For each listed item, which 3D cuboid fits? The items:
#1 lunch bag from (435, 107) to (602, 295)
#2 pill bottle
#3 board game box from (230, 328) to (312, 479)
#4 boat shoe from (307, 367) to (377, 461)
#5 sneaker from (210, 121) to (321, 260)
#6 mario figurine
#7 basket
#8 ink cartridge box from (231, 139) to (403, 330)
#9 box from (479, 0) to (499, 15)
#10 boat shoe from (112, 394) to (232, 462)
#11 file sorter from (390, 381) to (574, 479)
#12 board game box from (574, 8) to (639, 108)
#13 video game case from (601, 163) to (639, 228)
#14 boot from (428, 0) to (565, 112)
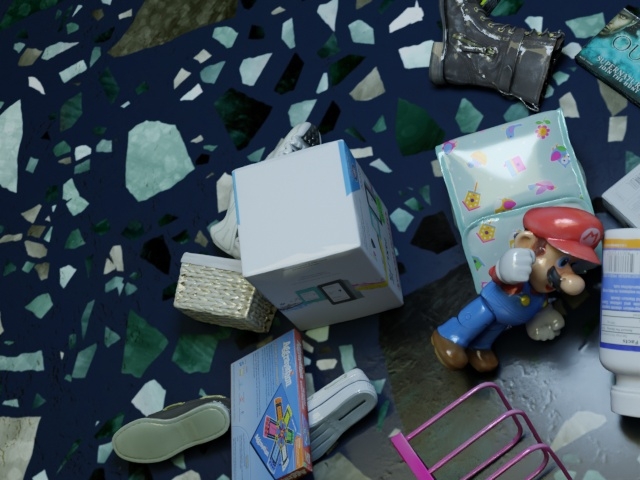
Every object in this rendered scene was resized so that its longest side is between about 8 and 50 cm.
[{"bbox_3d":[0.327,-0.054,1.731,0.223,0.160,0.262,-15,77,10],"label":"lunch bag"},{"bbox_3d":[0.489,0.120,1.564,0.152,0.152,0.272,1,89,22],"label":"pill bottle"},{"bbox_3d":[-0.085,0.285,1.744,0.145,0.027,0.281,-31,38,22],"label":"board game box"},{"bbox_3d":[-0.004,0.298,1.760,0.226,0.083,0.076,-33,32,6],"label":"boat shoe"},{"bbox_3d":[-0.102,-0.098,1.952,0.118,0.110,0.292,23,77,37],"label":"sneaker"},{"bbox_3d":[0.316,0.089,1.606,0.170,0.198,0.320,38,116,2],"label":"mario figurine"},{"bbox_3d":[-0.163,0.094,1.881,0.167,0.113,0.103,7,73,24],"label":"basket"},{"bbox_3d":[0.000,0.000,1.767,0.197,0.270,0.198,-15,63,13],"label":"ink cartridge box"},{"bbox_3d":[0.295,-0.537,2.019,0.184,0.045,0.190,34,83,27],"label":"box"},{"bbox_3d":[-0.251,0.326,1.842,0.228,0.069,0.081,-17,97,16],"label":"boat shoe"},{"bbox_3d":[0.273,0.374,1.501,0.182,0.202,0.290,-36,44,-1],"label":"file sorter"},{"bbox_3d":[0.549,-0.306,1.826,0.126,0.026,0.186,-45,59,-1],"label":"board game box"},{"bbox_3d":[0.628,-0.066,1.669,0.269,0.061,0.244,-40,58,2],"label":"video game case"},{"bbox_3d":[0.324,-0.371,1.894,0.229,0.091,0.263,12,98,25],"label":"boot"}]
